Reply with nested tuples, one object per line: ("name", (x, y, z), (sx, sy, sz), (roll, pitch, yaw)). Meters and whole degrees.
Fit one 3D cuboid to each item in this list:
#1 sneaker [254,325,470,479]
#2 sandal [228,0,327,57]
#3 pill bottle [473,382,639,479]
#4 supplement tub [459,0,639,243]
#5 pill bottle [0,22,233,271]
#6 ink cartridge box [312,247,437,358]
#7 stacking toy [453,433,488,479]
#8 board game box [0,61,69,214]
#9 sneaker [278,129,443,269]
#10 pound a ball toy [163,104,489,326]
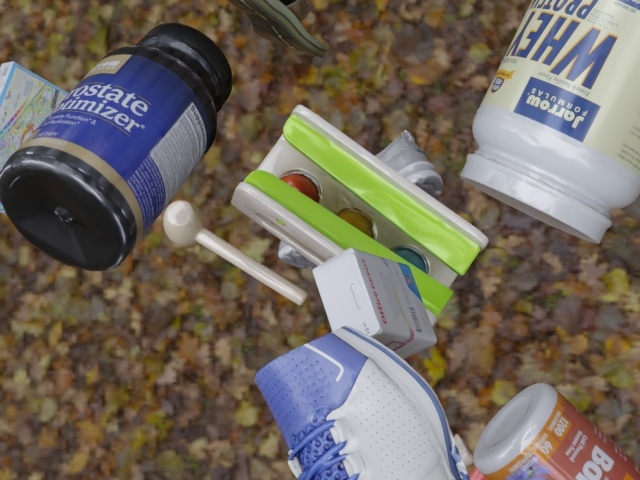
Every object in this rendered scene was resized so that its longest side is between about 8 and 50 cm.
("sneaker", (0.040, 0.227, 0.934), (0.127, 0.182, 0.316), (-44, 77, 37))
("sandal", (-0.062, -0.366, 1.823), (0.120, 0.303, 0.086), (24, 84, 26))
("pill bottle", (0.279, 0.264, 1.253), (0.216, 0.121, 0.121), (41, 116, -4))
("supplement tub", (0.337, -0.183, 1.488), (0.235, 0.235, 0.325), (28, 93, 37))
("pill bottle", (-0.163, -0.087, 0.991), (0.122, 0.123, 0.219), (-10, 36, 37))
("ink cartridge box", (0.053, 0.064, 1.134), (0.052, 0.122, 0.089), (-28, 68, 23))
("stacking toy", (0.252, 0.454, 1.865), (0.309, 0.130, 0.279), (-53, 12, -14))
("board game box", (-0.330, -0.105, 1.294), (0.026, 0.103, 0.154), (1, 68, 46))
("sneaker", (0.053, -0.053, 1.719), (0.281, 0.105, 0.115), (-32, 54, 23))
("pound a ball toy", (0.000, 0.000, 1.353), (0.319, 0.136, 0.208), (34, 76, 1))
